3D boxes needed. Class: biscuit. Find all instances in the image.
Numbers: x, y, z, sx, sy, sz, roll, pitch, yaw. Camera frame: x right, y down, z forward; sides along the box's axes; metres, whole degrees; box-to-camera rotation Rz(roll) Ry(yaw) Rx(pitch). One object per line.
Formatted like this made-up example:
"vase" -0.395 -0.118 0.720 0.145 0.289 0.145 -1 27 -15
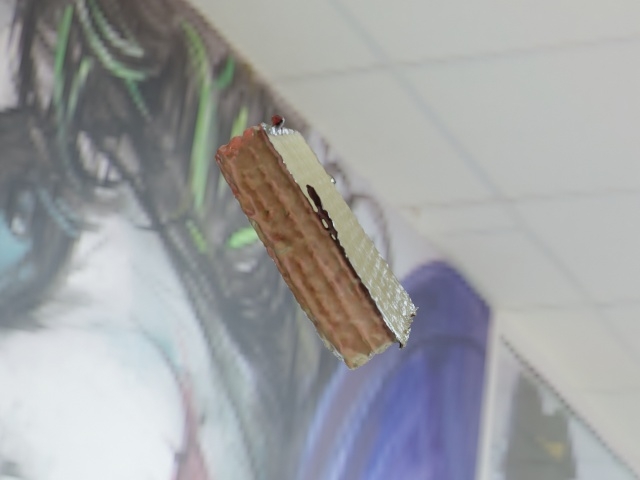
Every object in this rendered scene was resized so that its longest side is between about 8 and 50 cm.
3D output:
"biscuit" 0.000 0.000 0.900 0.040 0.121 0.199 -31 -1 5
